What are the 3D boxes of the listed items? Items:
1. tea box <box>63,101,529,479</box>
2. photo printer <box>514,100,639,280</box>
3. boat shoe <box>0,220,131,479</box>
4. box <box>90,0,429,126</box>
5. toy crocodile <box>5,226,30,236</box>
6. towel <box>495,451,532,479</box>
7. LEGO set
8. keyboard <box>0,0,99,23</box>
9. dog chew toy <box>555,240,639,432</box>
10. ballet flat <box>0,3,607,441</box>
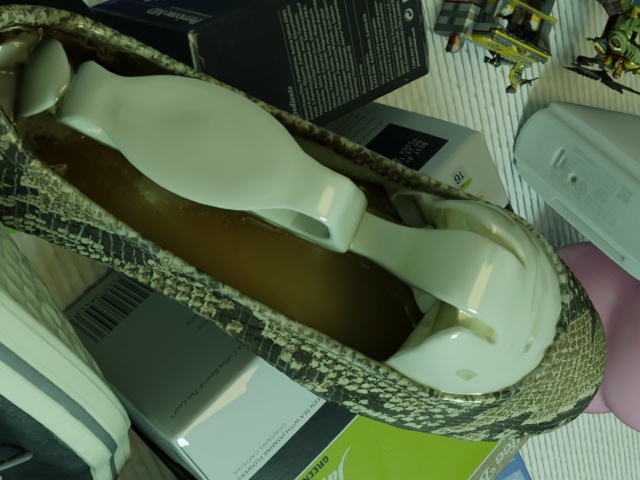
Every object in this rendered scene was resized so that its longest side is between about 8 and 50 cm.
[{"bbox_3d":[0.012,0.101,0.851,0.329,0.220,0.323,-44,129,-19],"label":"tea box"},{"bbox_3d":[0.402,-0.048,1.106,0.307,0.256,0.107,2,125,-40],"label":"photo printer"},{"bbox_3d":[-0.215,0.089,0.557,0.156,0.187,0.500,-33,165,-19],"label":"boat shoe"},{"bbox_3d":[-0.044,-0.153,0.750,0.207,0.153,0.108,-30,124,-29],"label":"box"},{"bbox_3d":[-0.338,0.016,0.599,0.340,0.105,0.115,-18,117,-34],"label":"toy crocodile"},{"bbox_3d":[0.087,0.278,1.048,0.285,0.034,0.209,-32,112,-11],"label":"towel"},{"bbox_3d":[0.275,-0.215,0.938,0.331,0.255,0.192,16,96,-39],"label":"LEGO set"},{"bbox_3d":[-0.247,-0.137,0.650,0.108,0.023,0.180,48,61,-5],"label":"keyboard"},{"bbox_3d":[0.375,0.126,1.091,0.206,0.332,0.206,-17,117,-36],"label":"dog chew toy"},{"bbox_3d":[0.000,0.000,0.584,0.483,0.182,0.164,25,73,-11],"label":"ballet flat"}]
